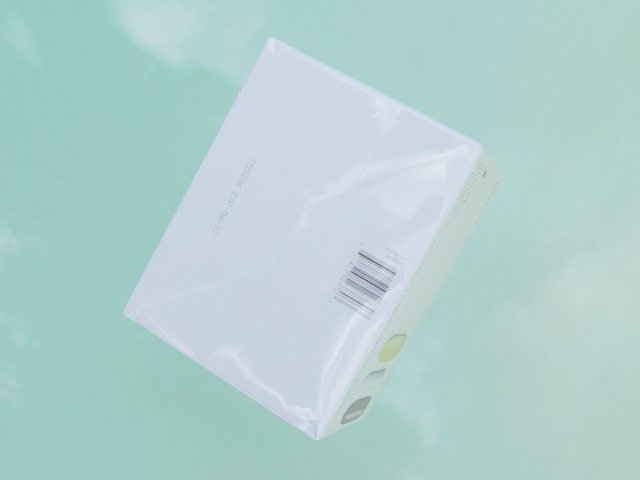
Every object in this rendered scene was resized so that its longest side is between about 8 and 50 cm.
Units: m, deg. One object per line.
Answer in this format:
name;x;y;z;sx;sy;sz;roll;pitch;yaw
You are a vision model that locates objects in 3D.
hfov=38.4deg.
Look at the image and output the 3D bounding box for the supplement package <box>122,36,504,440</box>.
supplement package;0.000;0.000;0.789;0.204;0.145;0.262;30;96;17
